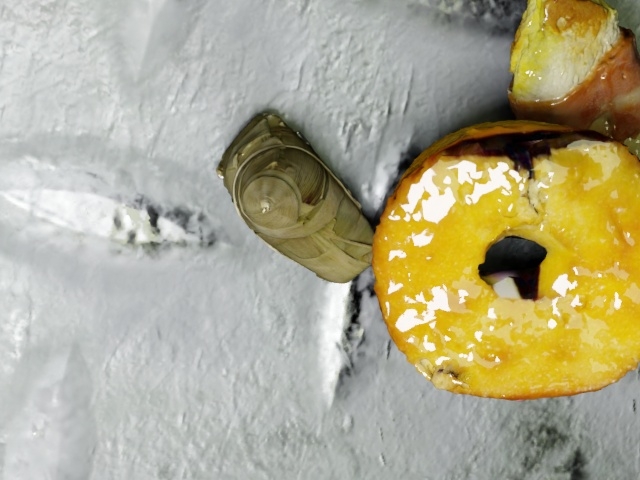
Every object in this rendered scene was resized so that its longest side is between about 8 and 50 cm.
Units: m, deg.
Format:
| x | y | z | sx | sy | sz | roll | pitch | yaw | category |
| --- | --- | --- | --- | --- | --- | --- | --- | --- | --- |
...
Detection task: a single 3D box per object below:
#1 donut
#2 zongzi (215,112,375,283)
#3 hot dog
| x | y | z | sx | sy | sz | roll | pitch | yaw | category |
| --- | --- | --- | --- | --- | --- | --- | --- | --- | --- |
| 0.165 | 0.015 | 1.440 | 0.254 | 0.118 | 0.253 | 1 | 106 | 2 | donut |
| 0.000 | 0.000 | 1.425 | 0.081 | 0.178 | 0.189 | -40 | 112 | 8 | zongzi |
| 0.218 | -0.121 | 1.512 | 0.123 | 0.093 | 0.261 | -32 | 126 | -17 | hot dog |
